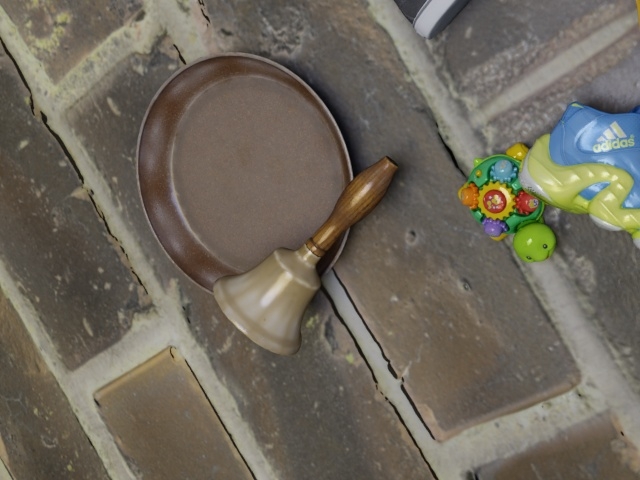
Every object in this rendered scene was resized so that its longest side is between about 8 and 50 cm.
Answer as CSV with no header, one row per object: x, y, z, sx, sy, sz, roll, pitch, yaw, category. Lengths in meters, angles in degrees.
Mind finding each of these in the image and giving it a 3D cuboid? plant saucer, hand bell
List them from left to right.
-0.090,-0.075,1.116,0.310,0.050,0.311,8,109,26,plant saucer
0.000,0.000,1.017,0.126,0.126,0.242,44,107,11,hand bell

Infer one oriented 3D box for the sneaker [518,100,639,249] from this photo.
0.320,-0.055,0.876,0.240,0.091,0.126,26,99,3,sneaker

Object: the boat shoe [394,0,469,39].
0.152,-0.309,0.908,0.076,0.080,0.228,46,127,8,boat shoe

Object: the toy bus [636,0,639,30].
0.333,-0.242,0.792,0.108,0.130,0.333,-6,101,29,toy bus

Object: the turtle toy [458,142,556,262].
0.202,-0.035,0.958,0.095,0.066,0.130,-41,83,31,turtle toy
